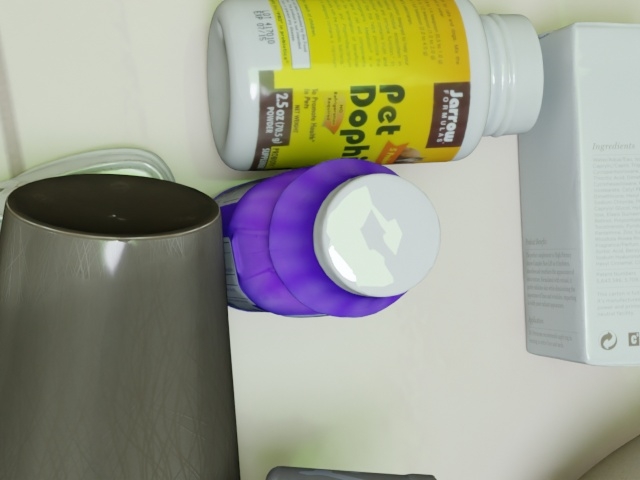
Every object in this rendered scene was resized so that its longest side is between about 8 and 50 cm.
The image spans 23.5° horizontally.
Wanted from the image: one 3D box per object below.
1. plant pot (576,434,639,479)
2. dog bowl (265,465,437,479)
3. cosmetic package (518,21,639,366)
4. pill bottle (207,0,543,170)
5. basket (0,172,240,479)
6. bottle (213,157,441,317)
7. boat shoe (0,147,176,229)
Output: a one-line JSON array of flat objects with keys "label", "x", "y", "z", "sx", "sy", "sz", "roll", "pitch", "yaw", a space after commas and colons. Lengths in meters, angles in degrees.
[{"label": "plant pot", "x": 0.222, "y": 0.272, "z": 1.029, "sx": 0.191, "sy": 0.284, "sz": 0.284, "roll": -23, "pitch": 95, "yaw": 24}, {"label": "dog bowl", "x": -0.024, "y": 0.295, "z": 0.920, "sx": 0.102, "sy": 0.349, "sz": 0.349, "roll": 15, "pitch": 86, "yaw": 0}, {"label": "cosmetic package", "x": 0.196, "y": -0.031, "z": 1.082, "sx": 0.085, "sy": 0.117, "sz": 0.231, "roll": -1, "pitch": 91, "yaw": -14}, {"label": "pill bottle", "x": 0.036, "y": -0.109, "z": 1.044, "sx": 0.215, "sy": 0.117, "sz": 0.117, "roll": -4, "pitch": 90, "yaw": -13}, {"label": "basket", "x": -0.132, "y": 0.085, "z": 0.941, "sx": 0.204, "sy": 0.154, "sz": 0.227, "roll": -12, "pitch": 114, "yaw": -39}, {"label": "bottle", "x": 0.000, "y": 0.000, "z": 0.949, "sx": 0.118, "sy": 0.283, "sz": 0.092, "roll": -10, "pitch": 91, "yaw": -14}, {"label": "boat shoe", "x": -0.214, "y": 0.018, "z": 0.994, "sx": 0.277, "sy": 0.096, "sz": 0.098, "roll": -26, "pitch": 93, "yaw": -13}]
